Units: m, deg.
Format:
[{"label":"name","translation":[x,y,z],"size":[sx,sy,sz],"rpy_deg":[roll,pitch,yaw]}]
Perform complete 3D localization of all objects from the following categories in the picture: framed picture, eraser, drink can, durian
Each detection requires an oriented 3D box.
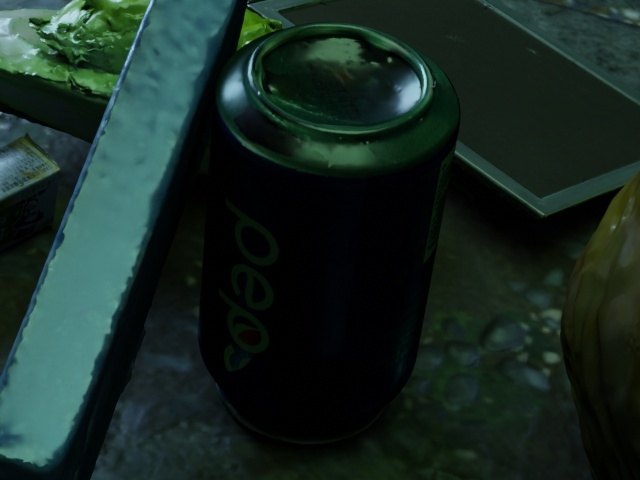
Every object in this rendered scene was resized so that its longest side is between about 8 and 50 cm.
[{"label":"framed picture","translation":[0.103,-0.100,1.146],"size":[0.252,0.014,0.197],"rpy_deg":[38,38,29]},{"label":"eraser","translation":[-0.093,-0.002,0.854],"size":[0.042,0.144,0.312],"rpy_deg":[17,59,-1]},{"label":"drink can","translation":[0.000,0.000,0.889],"size":[0.118,0.205,0.118],"rpy_deg":[4,40,-4]},{"label":"durian","translation":[-0.084,-0.092,1.053],"size":[0.375,0.132,0.107],"rpy_deg":[10,70,-5]}]

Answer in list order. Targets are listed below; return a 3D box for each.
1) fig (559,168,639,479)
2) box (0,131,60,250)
[{"label":"fig","translation":[0.209,0.122,0.823],"size":[0.286,0.286,0.369],"rpy_deg":[27,74,18]},{"label":"box","translation":[-0.226,0.008,0.951],"size":[0.041,0.050,0.207],"rpy_deg":[39,48,24]}]
